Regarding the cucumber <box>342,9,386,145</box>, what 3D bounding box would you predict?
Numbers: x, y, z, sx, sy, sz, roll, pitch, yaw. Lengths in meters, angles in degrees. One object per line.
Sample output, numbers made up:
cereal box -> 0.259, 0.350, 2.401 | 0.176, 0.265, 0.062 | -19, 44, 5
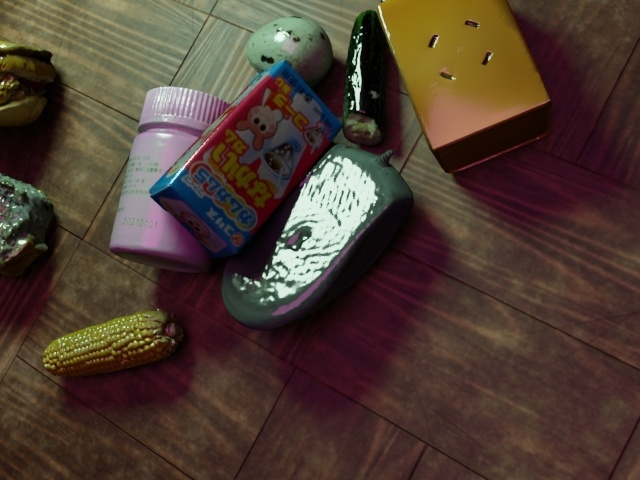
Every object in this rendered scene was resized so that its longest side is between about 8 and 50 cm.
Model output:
cucumber -> 0.077, -0.286, 1.349 | 0.074, 0.074, 0.241 | -2, 73, 17

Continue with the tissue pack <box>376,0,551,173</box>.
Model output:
tissue pack -> 0.231, -0.274, 1.257 | 0.194, 0.145, 0.274 | -20, 71, 10

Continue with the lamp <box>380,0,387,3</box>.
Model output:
lamp -> 0.137, -0.548, 1.372 | 0.118, 0.118, 0.253 | 16, 81, 21

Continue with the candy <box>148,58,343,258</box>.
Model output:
candy -> -0.116, -0.133, 1.268 | 0.157, 0.100, 0.306 | 47, 66, -18

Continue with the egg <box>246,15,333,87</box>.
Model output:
egg -> -0.057, -0.326, 1.373 | 0.164, 0.131, 0.131 | 5, 78, 32

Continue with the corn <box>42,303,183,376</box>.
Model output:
corn -> -0.364, 0.184, 1.365 | 0.260, 0.091, 0.091 | -14, 55, 19

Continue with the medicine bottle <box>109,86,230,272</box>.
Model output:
medicine bottle -> -0.248, -0.101, 1.349 | 0.178, 0.178, 0.290 | 5, 78, 19

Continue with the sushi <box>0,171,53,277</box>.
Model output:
sushi -> -0.633, -0.048, 1.480 | 0.274, 0.139, 0.184 | 29, 85, 16

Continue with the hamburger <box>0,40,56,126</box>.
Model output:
hamburger -> -0.644, -0.308, 1.512 | 0.244, 0.244, 0.163 | 9, 101, 20

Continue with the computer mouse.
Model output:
computer mouse -> 0.000, 0.000, 1.275 | 0.371, 0.122, 0.188 | -47, 61, -2
